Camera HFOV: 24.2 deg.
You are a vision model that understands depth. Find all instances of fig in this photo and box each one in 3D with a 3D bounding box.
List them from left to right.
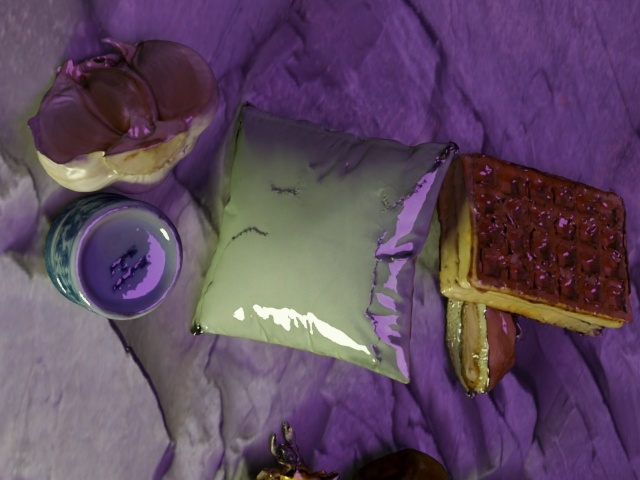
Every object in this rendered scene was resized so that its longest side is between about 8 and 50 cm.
[{"bbox_3d":[0.122,0.379,2.095,0.144,0.154,0.166,-22,74,13],"label":"fig"}]

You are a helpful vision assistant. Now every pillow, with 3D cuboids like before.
[{"bbox_3d":[0.000,0.000,1.882,0.119,0.310,0.312,9,94,-69],"label":"pillow"}]

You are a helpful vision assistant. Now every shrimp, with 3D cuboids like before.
[{"bbox_3d":[-0.045,0.293,2.046,0.038,0.029,0.092,-23,105,-17],"label":"shrimp"}]

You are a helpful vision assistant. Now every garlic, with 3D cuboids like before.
[{"bbox_3d":[-0.226,-0.139,1.795,0.229,0.178,0.143,-30,146,-4],"label":"garlic"}]

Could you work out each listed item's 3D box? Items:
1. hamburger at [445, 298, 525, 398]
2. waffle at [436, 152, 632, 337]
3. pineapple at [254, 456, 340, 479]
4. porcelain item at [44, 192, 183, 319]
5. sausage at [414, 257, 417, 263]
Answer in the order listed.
[{"bbox_3d":[0.238,0.134,2.156,0.102,0.087,0.176,-9,93,-47],"label":"hamburger"},{"bbox_3d":[0.302,0.007,2.110,0.308,0.091,0.213,14,63,-31],"label":"waffle"},{"bbox_3d":[-0.047,0.387,2.025,0.224,0.076,0.225,-6,109,-18],"label":"pineapple"},{"bbox_3d":[-0.253,0.017,1.813,0.147,0.114,0.147,-5,101,-29],"label":"porcelain item"},{"bbox_3d":[0.068,-0.007,1.989,0.120,0.136,0.241,8,95,-33],"label":"sausage"}]
